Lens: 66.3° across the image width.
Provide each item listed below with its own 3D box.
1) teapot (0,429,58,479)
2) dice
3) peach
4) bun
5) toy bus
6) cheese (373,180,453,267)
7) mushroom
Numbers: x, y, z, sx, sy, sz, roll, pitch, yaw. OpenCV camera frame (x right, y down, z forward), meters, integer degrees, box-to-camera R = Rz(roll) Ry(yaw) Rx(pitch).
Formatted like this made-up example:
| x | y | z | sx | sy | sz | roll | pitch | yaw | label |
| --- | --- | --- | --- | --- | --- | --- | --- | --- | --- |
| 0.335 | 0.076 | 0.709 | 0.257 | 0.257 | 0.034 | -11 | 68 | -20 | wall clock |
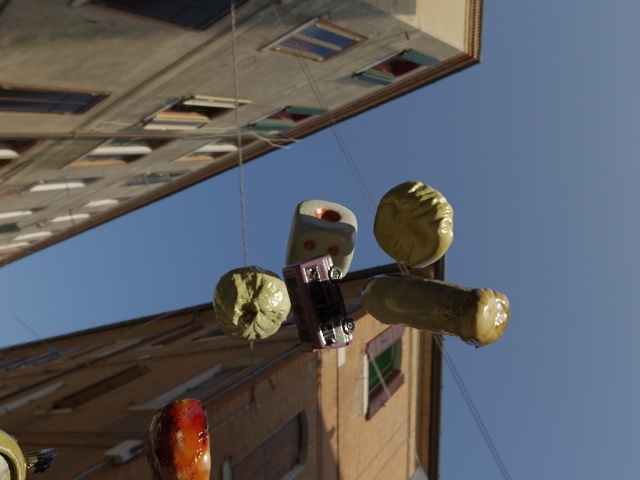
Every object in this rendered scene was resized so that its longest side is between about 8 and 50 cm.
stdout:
| x | y | z | sx | sy | sz | roll | pitch | yaw | label |
| --- | --- | --- | --- | --- | --- | --- | --- | --- | --- |
| -0.562 | 0.377 | 0.765 | 0.182 | 0.269 | 0.173 | -13 | -99 | 27 | teapot |
| 0.000 | 0.000 | 1.487 | 0.193 | 0.194 | 0.192 | 10 | -60 | -6 | dice |
| -0.247 | 0.355 | 0.842 | 0.127 | 0.092 | 0.172 | -60 | -148 | 34 | peach |
| -0.185 | 0.176 | 1.324 | 0.220 | 0.134 | 0.221 | -2 | -71 | -6 | bun |
| -0.007 | 0.123 | 0.933 | 0.086 | 0.098 | 0.179 | -15 | -89 | 55 | toy bus |
| 0.250 | -0.037 | 1.306 | 0.214 | 0.117 | 0.226 | 40 | -49 | 31 | cheese |
| 0.167 | 0.107 | 0.828 | 0.351 | 0.122 | 0.095 | -175 | -95 | -66 | mushroom |
